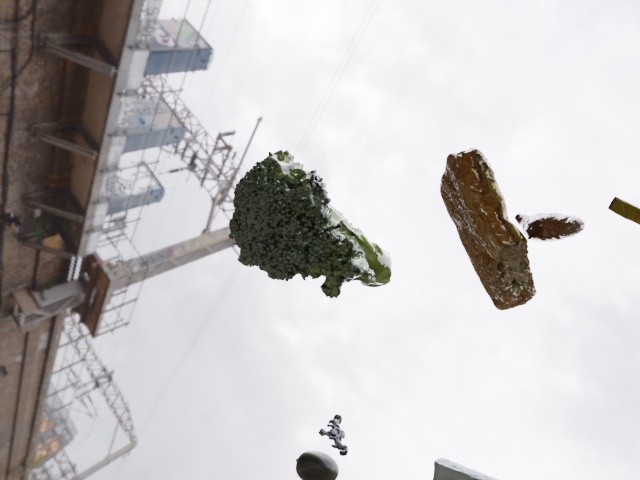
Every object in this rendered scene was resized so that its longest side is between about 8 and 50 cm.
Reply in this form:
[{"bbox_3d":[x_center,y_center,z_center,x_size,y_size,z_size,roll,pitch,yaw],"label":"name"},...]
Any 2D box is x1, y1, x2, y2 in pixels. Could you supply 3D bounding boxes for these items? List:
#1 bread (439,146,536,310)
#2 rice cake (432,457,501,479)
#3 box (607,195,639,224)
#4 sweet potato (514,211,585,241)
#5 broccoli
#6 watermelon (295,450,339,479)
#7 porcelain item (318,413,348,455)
[{"bbox_3d":[0.390,-0.035,1.224,0.185,0.109,0.381,94,-18,-58],"label":"bread"},{"bbox_3d":[0.283,0.435,0.830,0.237,0.043,0.127,10,-87,30],"label":"rice cake"},{"bbox_3d":[0.803,-0.022,1.205,0.279,0.153,0.041,-111,-141,-67],"label":"box"},{"bbox_3d":[0.466,-0.025,1.101,0.066,0.314,0.072,37,-84,2],"label":"sweet potato"},{"bbox_3d":[-0.017,-0.031,1.116,0.274,0.397,0.353,-33,-102,25],"label":"broccoli"},{"bbox_3d":[-0.010,0.546,1.276,0.110,0.078,0.078,10,-64,15],"label":"watermelon"},{"bbox_3d":[0.030,0.534,1.474,0.136,0.075,0.021,-104,-154,-61],"label":"porcelain item"}]
